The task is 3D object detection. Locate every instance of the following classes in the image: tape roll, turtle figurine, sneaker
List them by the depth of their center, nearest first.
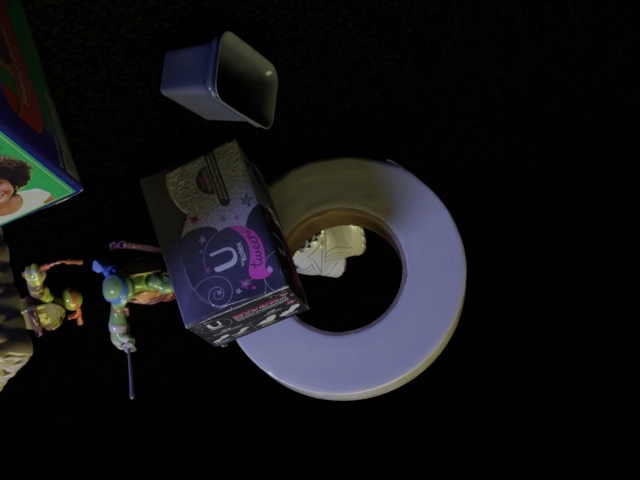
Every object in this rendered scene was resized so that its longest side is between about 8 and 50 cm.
[{"bbox_3d":[0.035,0.054,1.409,0.392,0.392,0.072,-21,159,1],"label":"tape roll"},{"bbox_3d":[-0.493,0.125,1.512,0.217,0.087,0.269,-15,159,-14],"label":"turtle figurine"},{"bbox_3d":[-0.250,0.124,1.517,0.198,0.275,0.266,-56,168,21],"label":"turtle figurine"},{"bbox_3d":[0.000,0.000,1.639,0.129,0.111,0.297,-7,155,-17],"label":"sneaker"}]

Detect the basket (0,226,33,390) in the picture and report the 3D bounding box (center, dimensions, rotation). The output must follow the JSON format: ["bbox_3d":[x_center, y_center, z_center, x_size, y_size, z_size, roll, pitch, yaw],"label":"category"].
[{"bbox_3d":[-0.534,0.058,0.976,0.266,0.328,0.331,-36,154,30],"label":"basket"}]

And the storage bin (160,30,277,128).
[{"bbox_3d":[-0.124,-0.194,1.076,0.091,0.098,0.135,1,170,26],"label":"storage bin"}]

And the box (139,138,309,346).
[{"bbox_3d":[-0.139,0.004,1.311,0.163,0.247,0.142,-23,160,5],"label":"box"}]

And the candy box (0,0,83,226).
[{"bbox_3d":[-0.327,-0.179,0.656,0.122,0.268,0.317,-26,159,4],"label":"candy box"}]
